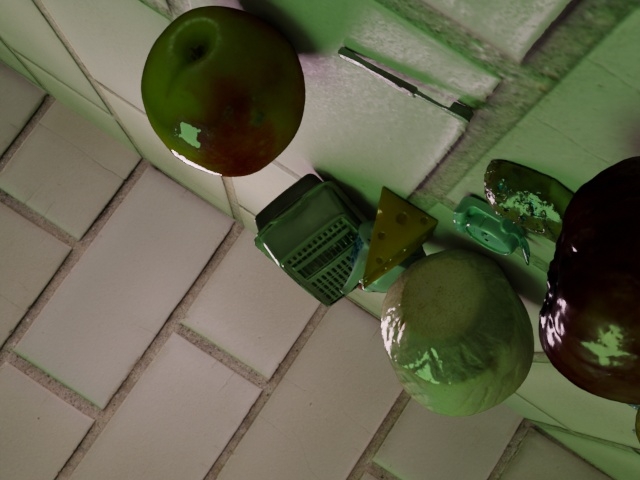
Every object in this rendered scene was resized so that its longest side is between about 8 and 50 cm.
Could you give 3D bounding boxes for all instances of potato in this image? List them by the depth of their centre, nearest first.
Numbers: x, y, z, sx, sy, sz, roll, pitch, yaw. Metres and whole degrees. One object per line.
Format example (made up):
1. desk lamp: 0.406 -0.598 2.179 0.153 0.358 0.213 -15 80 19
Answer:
1. potato: 0.292 -0.031 0.958 0.198 0.054 0.119 34 168 4

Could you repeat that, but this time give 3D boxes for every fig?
1. fig: 0.316 0.032 0.662 0.263 0.224 0.224 -27 128 32

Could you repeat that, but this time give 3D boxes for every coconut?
1. coconut: 0.263 0.178 1.431 0.329 0.328 0.329 34 171 6

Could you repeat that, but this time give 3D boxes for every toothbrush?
1. toothbrush: 0.101 -0.191 0.908 0.194 0.017 0.014 31 171 22

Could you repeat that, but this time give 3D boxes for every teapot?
1. teapot: 0.129 0.048 1.541 0.159 0.159 0.232 29 -155 31

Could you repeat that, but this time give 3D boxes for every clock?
1. clock: 0.271 -0.014 1.150 0.135 0.041 0.101 31 171 20

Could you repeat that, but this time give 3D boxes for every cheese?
1. cheese: 0.122 0.010 1.401 0.126 0.171 0.093 33 171 8

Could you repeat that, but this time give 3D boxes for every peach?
1. peach: -0.132 -0.202 1.031 0.231 0.231 0.231 34 171 6

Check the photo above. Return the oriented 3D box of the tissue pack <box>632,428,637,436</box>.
1. tissue pack: 0.769 0.412 1.330 0.242 0.125 0.344 38 173 -24

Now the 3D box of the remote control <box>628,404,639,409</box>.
1. remote control: 0.659 0.325 1.566 0.074 0.032 0.122 27 169 38

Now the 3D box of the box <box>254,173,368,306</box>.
1. box: 0.000 0.000 1.645 0.166 0.221 0.290 55 -174 38

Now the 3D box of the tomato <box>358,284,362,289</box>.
1. tomato: 0.121 0.076 1.967 0.228 0.112 0.199 32 173 32

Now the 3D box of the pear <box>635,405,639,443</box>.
1. pear: 0.593 0.289 1.105 0.229 0.188 0.211 31 168 8
